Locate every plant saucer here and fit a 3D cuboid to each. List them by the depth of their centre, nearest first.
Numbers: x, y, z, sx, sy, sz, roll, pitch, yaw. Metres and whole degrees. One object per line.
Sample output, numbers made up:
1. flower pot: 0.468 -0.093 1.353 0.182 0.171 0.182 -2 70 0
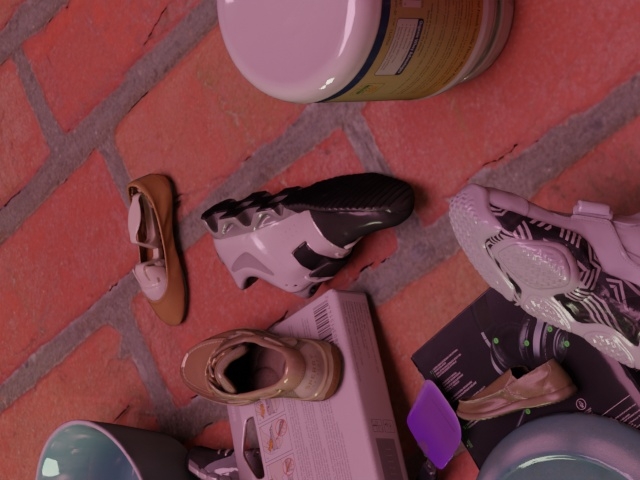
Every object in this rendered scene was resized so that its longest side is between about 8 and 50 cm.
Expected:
1. plant saucer: 0.290 0.346 1.549 0.318 0.044 0.317 9 105 36

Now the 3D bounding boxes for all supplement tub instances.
1. supplement tub: 0.060 -0.275 1.652 0.228 0.316 0.228 6 99 40

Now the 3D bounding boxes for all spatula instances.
1. spatula: 0.133 0.277 1.759 0.084 0.030 0.296 55 160 29

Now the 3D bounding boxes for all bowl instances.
1. bowl: -0.274 0.406 2.112 0.312 0.163 0.311 8 100 46

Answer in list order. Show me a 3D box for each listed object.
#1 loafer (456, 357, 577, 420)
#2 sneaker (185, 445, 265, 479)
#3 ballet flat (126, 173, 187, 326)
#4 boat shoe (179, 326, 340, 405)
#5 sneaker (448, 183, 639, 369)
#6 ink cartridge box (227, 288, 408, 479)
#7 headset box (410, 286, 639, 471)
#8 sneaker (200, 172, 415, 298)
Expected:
1. loafer: 0.215 0.165 1.576 0.148 0.056 0.050 -18 82 32
2. sneaker: -0.085 0.299 2.012 0.229 0.086 0.132 18 99 31
3. ballet flat: -0.254 0.017 2.118 0.080 0.073 0.232 -7 91 41
4. boat shoe: -0.105 0.168 1.894 0.302 0.098 0.109 -2 81 49
5. sneaker: 0.329 0.004 1.501 0.366 0.210 0.137 31 156 12
6. ink cartridge box: -0.013 0.250 1.899 0.261 0.066 0.296 -34 58 41
7. headset box: 0.274 0.162 1.645 0.246 0.131 0.283 -46 66 35
8. sneaker: 0.000 0.000 1.887 0.331 0.122 0.146 -7 108 40
